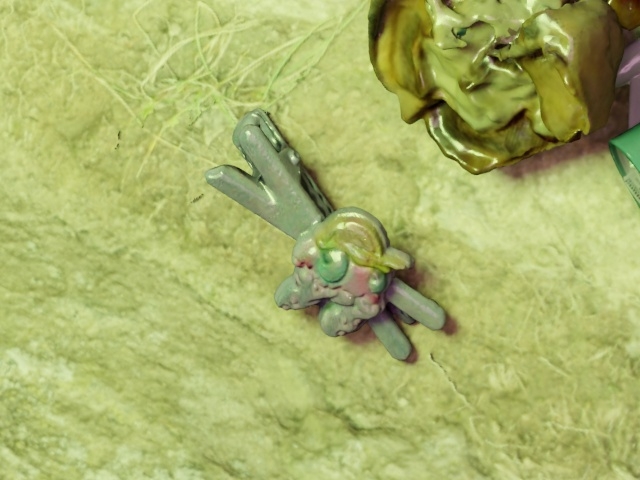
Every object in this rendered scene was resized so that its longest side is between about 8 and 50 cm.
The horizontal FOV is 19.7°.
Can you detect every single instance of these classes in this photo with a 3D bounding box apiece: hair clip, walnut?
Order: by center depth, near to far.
[{"bbox_3d":[0.164,-0.163,1.620,0.238,0.141,0.204,28,143,29],"label":"walnut"},{"bbox_3d":[-0.007,0.000,1.712,0.137,0.090,0.278,-43,81,22],"label":"hair clip"}]

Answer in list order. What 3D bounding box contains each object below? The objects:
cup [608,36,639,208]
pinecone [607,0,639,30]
[{"bbox_3d":[0.359,-0.063,1.572,0.173,0.167,0.299,-31,69,4],"label":"cup"},{"bbox_3d":[0.323,-0.292,1.550,0.202,0.201,0.229,45,75,-29],"label":"pinecone"}]
